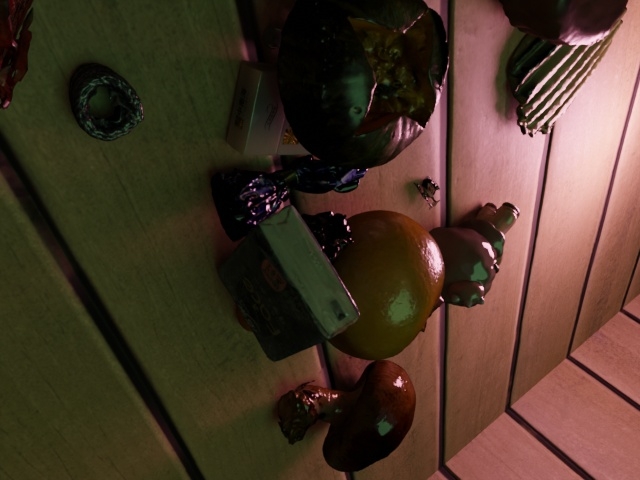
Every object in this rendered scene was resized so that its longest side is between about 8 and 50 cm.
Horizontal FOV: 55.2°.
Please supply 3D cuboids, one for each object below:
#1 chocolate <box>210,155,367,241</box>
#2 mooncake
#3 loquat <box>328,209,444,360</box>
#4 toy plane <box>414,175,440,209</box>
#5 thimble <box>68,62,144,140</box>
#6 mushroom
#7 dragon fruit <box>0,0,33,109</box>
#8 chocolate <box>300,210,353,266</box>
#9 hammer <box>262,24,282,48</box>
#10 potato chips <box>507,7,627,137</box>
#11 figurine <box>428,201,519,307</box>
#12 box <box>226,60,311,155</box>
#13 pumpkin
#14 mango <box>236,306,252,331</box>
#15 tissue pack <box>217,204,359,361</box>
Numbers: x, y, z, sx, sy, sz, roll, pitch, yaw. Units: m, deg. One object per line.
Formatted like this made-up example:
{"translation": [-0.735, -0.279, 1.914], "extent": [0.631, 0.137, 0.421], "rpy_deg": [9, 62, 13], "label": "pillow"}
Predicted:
{"translation": [-0.052, -0.112, 1.189], "extent": [0.343, 0.126, 0.148], "rpy_deg": [-24, 173, -32], "label": "chocolate"}
{"translation": [0.531, -0.586, 1.306], "extent": [0.324, 0.187, 0.324], "rpy_deg": [-25, 133, -30], "label": "mooncake"}
{"translation": [0.093, 0.083, 1.341], "extent": [0.328, 0.359, 0.328], "rpy_deg": [-61, -179, 2], "label": "loquat"}
{"translation": [0.277, -0.122, 1.551], "extent": [0.049, 0.031, 0.121], "rpy_deg": [-43, 139, 0], "label": "toy plane"}
{"translation": [-0.319, -0.201, 0.895], "extent": [0.095, 0.066, 0.104], "rpy_deg": [-47, 138, -6], "label": "thimble"}
{"translation": [0.080, 0.486, 1.726], "extent": [0.334, 0.356, 0.331], "rpy_deg": [-62, 161, -56], "label": "mushroom"}
{"translation": [-0.405, -0.277, 0.583], "extent": [0.301, 0.295, 0.296], "rpy_deg": [6, 116, -42], "label": "dragon fruit"}
{"translation": [0.000, 0.000, 1.199], "extent": [0.133, 0.156, 0.156], "rpy_deg": [-34, 138, -18], "label": "chocolate"}
{"translation": [-0.001, -0.422, 1.040], "extent": [0.158, 0.041, 0.226], "rpy_deg": [-3, 122, -43], "label": "hammer"}
{"translation": [0.646, -0.474, 1.601], "extent": [0.429, 0.070, 0.358], "rpy_deg": [-50, 144, 1], "label": "potato chips"}
{"translation": [0.401, 0.026, 1.653], "extent": [0.380, 0.248, 0.203], "rpy_deg": [-42, 137, -31], "label": "figurine"}
{"translation": [-0.045, -0.237, 1.124], "extent": [0.243, 0.067, 0.155], "rpy_deg": [-9, 124, -40], "label": "box"}
{"translation": [0.068, -0.272, 1.012], "extent": [0.320, 0.192, 0.320], "rpy_deg": [-12, 107, -41], "label": "pumpkin"}
{"translation": [-0.126, 0.140, 1.334], "extent": [0.105, 0.084, 0.159], "rpy_deg": [12, 111, -42], "label": "mango"}
{"translation": [-0.069, 0.093, 1.130], "extent": [0.103, 0.228, 0.315], "rpy_deg": [-28, 175, -27], "label": "tissue pack"}
